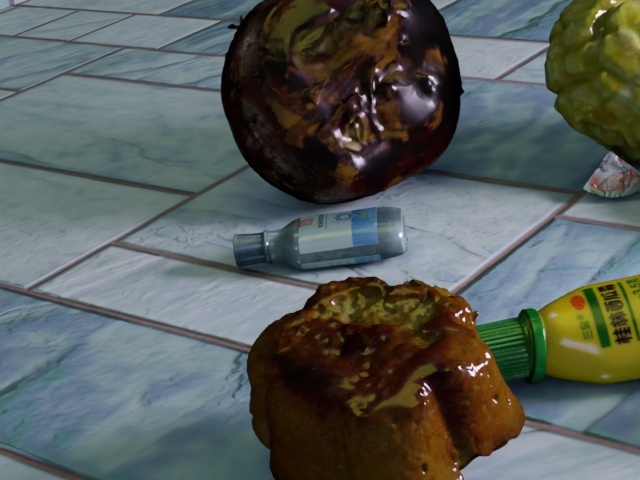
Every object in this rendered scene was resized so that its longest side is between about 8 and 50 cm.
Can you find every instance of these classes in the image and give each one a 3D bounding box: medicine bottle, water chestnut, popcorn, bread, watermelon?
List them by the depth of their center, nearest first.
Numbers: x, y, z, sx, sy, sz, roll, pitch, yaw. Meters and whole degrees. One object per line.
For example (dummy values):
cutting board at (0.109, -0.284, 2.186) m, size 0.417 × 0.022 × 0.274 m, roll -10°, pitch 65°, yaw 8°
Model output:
bread at (0.053, 0.133, 1.252) m, size 0.246 × 0.135 × 0.232 m, roll 19°, pitch 46°, yaw 39°
medicine bottle at (0.236, 0.098, 1.357) m, size 0.308 × 0.076 × 0.111 m, roll -12°, pitch 44°, yaw 3°
medicine bottle at (0.000, 0.000, 1.687) m, size 0.208 × 0.054 × 0.090 m, roll -7°, pitch 23°, yaw 6°
watermelon at (0.367, -0.090, 1.755) m, size 0.085 × 0.061 × 0.085 m, roll -7°, pitch 33°, yaw 5°
popcorn at (0.425, -0.216, 1.777) m, size 0.270 × 0.258 × 0.224 m, roll -17°, pitch -6°, yaw -5°
water chestnut at (0.038, -0.214, 1.838) m, size 0.335 × 0.335 × 0.347 m, roll -19°, pitch -6°, yaw -23°
